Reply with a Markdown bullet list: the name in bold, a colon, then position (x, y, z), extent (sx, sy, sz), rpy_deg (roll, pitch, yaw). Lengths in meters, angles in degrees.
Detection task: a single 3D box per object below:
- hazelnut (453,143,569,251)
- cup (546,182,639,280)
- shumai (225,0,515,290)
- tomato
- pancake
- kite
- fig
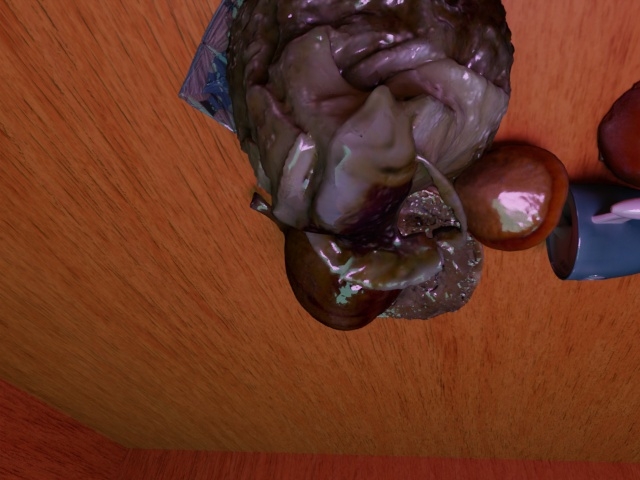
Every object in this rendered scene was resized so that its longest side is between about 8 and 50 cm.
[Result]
- **hazelnut**: position (0.302, -0.071, 0.672), extent (0.182, 0.182, 0.182), rpy_deg (4, 137, 4)
- **cup**: position (0.496, -0.016, 0.688), extent (0.173, 0.167, 0.300), rpy_deg (-1, 168, 12)
- **shumai**: position (0.050, -0.143, 0.487), extent (0.395, 0.348, 0.395), rpy_deg (4, 131, 5)
- **tomato**: position (0.540, -0.155, 0.599), extent (0.225, 0.085, 0.225), rpy_deg (7, 138, 6)
- **pancake**: position (0.142, 0.029, 0.851), extent (0.387, 0.082, 0.386), rpy_deg (7, 132, 8)
- **kite**: position (-0.082, -0.245, 0.645), extent (0.314, 0.011, 0.335), rpy_deg (-2, 137, 10)
- **fig**: position (0.000, 0.000, 0.723), extent (0.321, 0.217, 0.217), rpy_deg (40, 142, 22)
